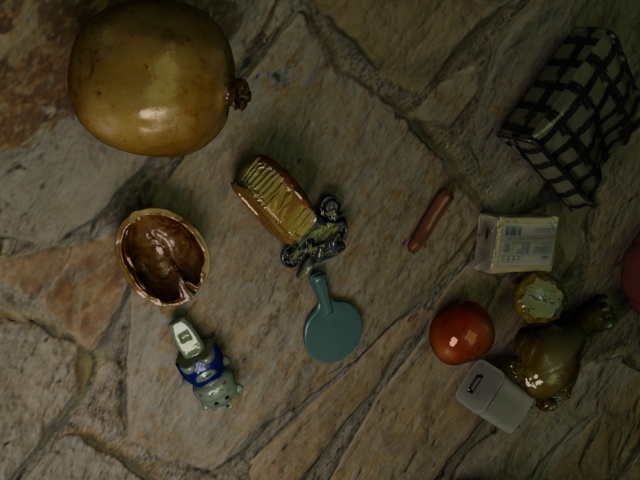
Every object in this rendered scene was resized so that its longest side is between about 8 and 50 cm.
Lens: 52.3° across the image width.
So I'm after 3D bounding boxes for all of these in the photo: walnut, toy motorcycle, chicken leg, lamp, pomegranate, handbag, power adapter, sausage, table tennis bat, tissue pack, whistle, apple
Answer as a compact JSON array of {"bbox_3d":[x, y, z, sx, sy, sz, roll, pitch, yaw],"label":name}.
[{"bbox_3d":[-0.312,0.022,1.289,0.167,0.087,0.211,-29,110,-7],"label":"walnut"},{"bbox_3d":[0.000,0.000,1.435,0.124,0.061,0.193,41,83,-28],"label":"toy motorcycle"},{"bbox_3d":[0.645,0.263,1.702,0.429,0.201,0.153,-27,130,-34],"label":"chicken leg"},{"bbox_3d":[0.982,0.091,1.779,0.305,0.239,0.306,-6,105,-21],"label":"lamp"},{"bbox_3d":[-0.289,-0.273,1.124,0.307,0.307,0.308,-6,105,-22],"label":"pomegranate"},{"bbox_3d":[0.632,-0.287,1.585,0.327,0.162,0.325,37,88,-32],"label":"handbag"},{"bbox_3d":[0.477,0.423,1.706,0.204,0.125,0.130,36,86,-27],"label":"power adapter"},{"bbox_3d":[0.259,-0.046,1.542,0.040,0.047,0.177,34,87,-10],"label":"sausage"},{"bbox_3d":[0.018,0.176,1.500,0.149,0.038,0.237,-23,115,-15],"label":"table tennis bat"},{"bbox_3d":[0.490,0.005,1.629,0.196,0.092,0.149,0,102,-22],"label":"tissue pack"},{"bbox_3d":[-0.246,0.266,1.374,0.110,0.092,0.245,-26,113,-4],"label":"whistle"},{"bbox_3d":[0.341,0.223,1.585,0.163,0.163,0.139,-21,93,-18],"label":"apple"}]

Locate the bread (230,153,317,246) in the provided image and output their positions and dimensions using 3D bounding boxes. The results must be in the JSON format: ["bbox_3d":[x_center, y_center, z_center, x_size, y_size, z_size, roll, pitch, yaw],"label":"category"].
[{"bbox_3d":[-0.089,-0.086,1.335,0.114,0.132,0.190,-49,118,-8],"label":"bread"}]

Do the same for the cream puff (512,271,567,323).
[{"bbox_3d":[0.561,0.145,1.691,0.146,0.116,0.146,0,91,0],"label":"cream puff"}]

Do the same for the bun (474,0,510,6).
[{"bbox_3d":[0.385,-0.627,1.421,0.222,0.127,0.223,0,108,1],"label":"bun"}]
